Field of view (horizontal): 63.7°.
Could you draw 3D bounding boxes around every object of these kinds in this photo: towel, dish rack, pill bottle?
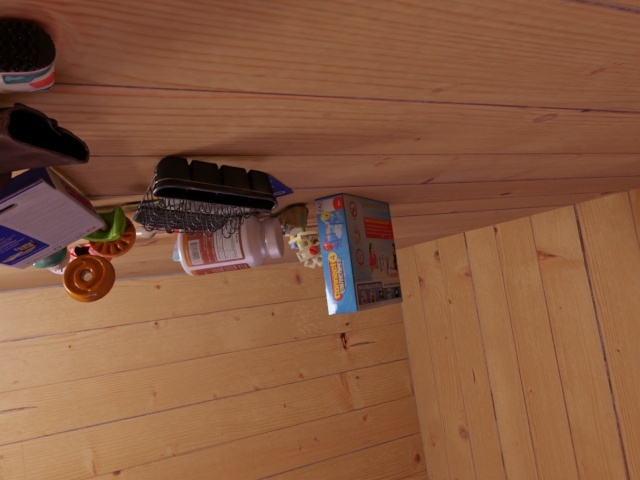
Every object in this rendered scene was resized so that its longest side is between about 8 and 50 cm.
[{"bbox_3d":[-0.378,-0.075,1.112,0.083,0.009,0.060,-8,173,-5],"label":"towel"},{"bbox_3d":[-0.224,-0.057,0.936,0.208,0.074,0.271,7,155,-30],"label":"dish rack"},{"bbox_3d":[-0.196,0.008,1.155,0.216,0.121,0.121,-8,174,5],"label":"pill bottle"}]

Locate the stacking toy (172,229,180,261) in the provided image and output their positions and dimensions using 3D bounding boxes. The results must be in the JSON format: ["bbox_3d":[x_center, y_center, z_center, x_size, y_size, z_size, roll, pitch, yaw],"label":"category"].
[{"bbox_3d":[-0.255,0.025,1.383,0.280,0.130,0.309,-1,180,-10],"label":"stacking toy"}]

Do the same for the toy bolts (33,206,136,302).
[{"bbox_3d":[-0.525,0.042,1.121,0.229,0.218,0.158,0,160,-4],"label":"toy bolts"}]

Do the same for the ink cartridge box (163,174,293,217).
[{"bbox_3d":[-0.187,-0.083,1.115,0.224,0.045,0.223,-9,174,11],"label":"ink cartridge box"}]

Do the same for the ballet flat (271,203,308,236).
[{"bbox_3d":[-0.092,-0.045,1.455,0.080,0.073,0.232,-6,174,-17],"label":"ballet flat"}]

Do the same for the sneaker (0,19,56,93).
[{"bbox_3d":[-0.300,-0.138,0.415,0.162,0.057,0.075,-8,170,-23],"label":"sneaker"}]

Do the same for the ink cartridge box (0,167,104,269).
[{"bbox_3d":[-0.481,-0.033,0.833,0.176,0.069,0.371,-31,-179,-13],"label":"ink cartridge box"}]

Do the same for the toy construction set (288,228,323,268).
[{"bbox_3d":[0.000,0.000,1.732,0.215,0.151,0.327,-7,-175,-3],"label":"toy construction set"}]

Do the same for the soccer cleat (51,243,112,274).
[{"bbox_3d":[-0.738,0.048,1.554,0.248,0.083,0.095,-5,146,23],"label":"soccer cleat"}]

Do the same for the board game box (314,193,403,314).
[{"bbox_3d":[0.114,0.039,1.432,0.086,0.301,0.308,-11,173,30],"label":"board game box"}]

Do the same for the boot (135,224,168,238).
[{"bbox_3d":[-0.432,-0.036,1.295,0.119,0.042,0.087,-9,167,6],"label":"boot"}]

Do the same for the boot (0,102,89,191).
[{"bbox_3d":[-0.342,-0.084,0.540,0.207,0.090,0.248,4,174,4],"label":"boot"}]
